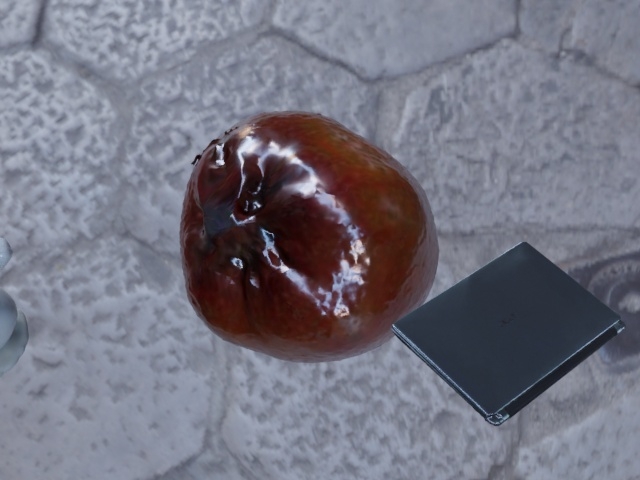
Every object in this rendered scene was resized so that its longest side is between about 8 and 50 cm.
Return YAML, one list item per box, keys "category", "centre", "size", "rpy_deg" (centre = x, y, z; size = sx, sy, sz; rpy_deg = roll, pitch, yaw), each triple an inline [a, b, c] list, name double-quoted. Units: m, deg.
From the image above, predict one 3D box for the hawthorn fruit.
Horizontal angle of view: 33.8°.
- category: "hawthorn fruit"
  centre: [-0.004, 0.006, 1.161]
  size: [0.295, 0.311, 0.295]
  rpy_deg: [-33, 43, 36]

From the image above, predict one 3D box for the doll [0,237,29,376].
- category: "doll"
  centre: [-0.367, 0.052, 1.049]
  size: [0.138, 0.293, 0.119]
  rpy_deg: [-18, 54, -14]

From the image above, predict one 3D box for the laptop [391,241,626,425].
- category: "laptop"
  centre: [0.167, 0.076, 0.926]
  size: [0.180, 0.016, 0.129]
  rpy_deg: [-28, 56, -32]
